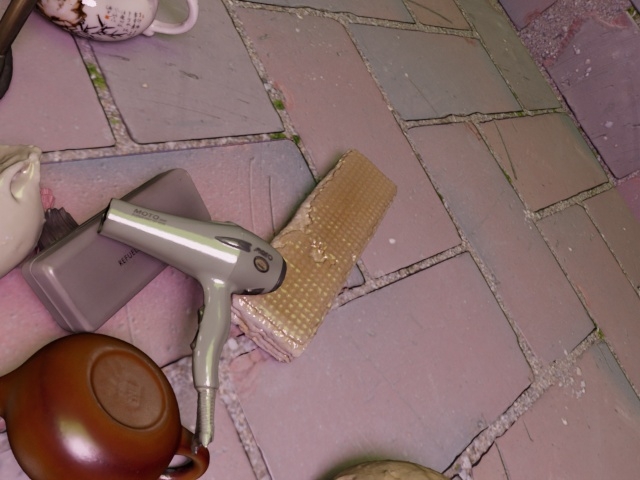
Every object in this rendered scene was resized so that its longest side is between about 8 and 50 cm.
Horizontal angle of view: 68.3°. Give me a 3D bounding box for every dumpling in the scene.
[{"bbox_3d":[-0.378,-0.023,0.501,0.155,0.111,0.181,16,53,14],"label":"dumpling"}]

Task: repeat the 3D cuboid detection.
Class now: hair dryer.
[{"bbox_3d":[-0.168,0.062,0.532,0.229,0.092,0.267,38,47,-19],"label":"hair dryer"}]

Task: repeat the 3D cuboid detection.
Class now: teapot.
[{"bbox_3d":[-0.341,-0.413,0.740,0.300,0.165,0.208,13,46,-18],"label":"teapot"},{"bbox_3d":[-0.228,0.201,0.499,0.252,0.135,0.178,46,15,-29],"label":"teapot"}]

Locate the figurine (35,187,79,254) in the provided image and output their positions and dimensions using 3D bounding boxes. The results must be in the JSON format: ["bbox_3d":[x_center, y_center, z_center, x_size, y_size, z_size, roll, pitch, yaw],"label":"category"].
[{"bbox_3d":[-0.340,-0.021,0.575,0.129,0.054,0.072,55,31,2],"label":"figurine"}]

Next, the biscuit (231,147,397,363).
[{"bbox_3d":[0.000,0.000,0.793,0.144,0.078,0.426,41,48,-8],"label":"biscuit"}]

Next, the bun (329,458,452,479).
[{"bbox_3d":[0.112,0.446,0.539,0.365,0.202,0.363,16,59,-29],"label":"bun"}]

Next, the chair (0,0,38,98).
[{"bbox_3d":[-0.453,-0.329,0.433,0.362,0.410,0.364,42,48,-10],"label":"chair"}]

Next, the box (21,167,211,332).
[{"bbox_3d":[-0.240,0.003,0.599,0.243,0.055,0.103,-54,130,-48],"label":"box"}]
